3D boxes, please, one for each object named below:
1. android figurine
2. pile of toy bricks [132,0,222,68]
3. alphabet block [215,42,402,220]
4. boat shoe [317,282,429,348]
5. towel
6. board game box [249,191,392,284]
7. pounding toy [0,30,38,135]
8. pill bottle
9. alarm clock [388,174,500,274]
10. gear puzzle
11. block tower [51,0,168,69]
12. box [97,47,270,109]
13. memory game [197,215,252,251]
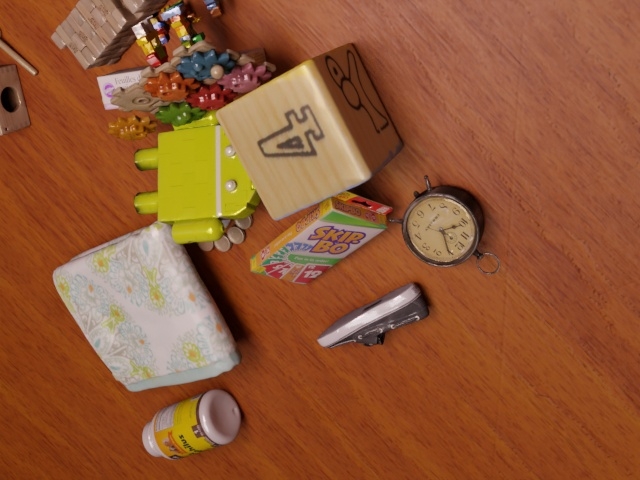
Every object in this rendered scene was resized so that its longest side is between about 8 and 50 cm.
[{"bbox_3d":[-0.208,-0.118,1.322,0.272,0.056,0.248,-3,82,19],"label":"android figurine"},{"bbox_3d":[-0.213,-0.334,1.202,0.118,0.212,0.105,-18,114,15],"label":"pile of toy bricks"},{"bbox_3d":[-0.012,-0.175,1.181,0.193,0.192,0.197,-23,100,28],"label":"alphabet block"},{"bbox_3d":[0.098,0.156,1.346,0.228,0.080,0.076,-31,95,24],"label":"boat shoe"},{"bbox_3d":[-0.361,0.147,1.506,0.374,0.090,0.321,-18,106,38],"label":"towel"},{"bbox_3d":[0.000,0.000,1.278,0.124,0.039,0.259,16,140,-35],"label":"board game box"},{"bbox_3d":[-0.658,-0.316,1.463,0.181,0.094,0.206,3,113,23],"label":"pounding toy"},{"bbox_3d":[-0.283,0.403,1.595,0.215,0.117,0.117,-25,100,31],"label":"pill bottle"},{"bbox_3d":[0.218,-0.012,1.220,0.192,0.064,0.129,42,122,6],"label":"alarm clock"},{"bbox_3d":[-0.242,-0.223,1.209,0.339,0.175,0.044,-19,75,38],"label":"gear puzzle"},{"bbox_3d":[-0.323,-0.427,1.267,0.335,0.091,0.097,-35,94,32],"label":"block tower"},{"bbox_3d":[-0.245,-0.285,1.310,0.323,0.067,0.063,-2,111,24],"label":"box"},{"bbox_3d":[-0.213,-0.064,1.422,0.186,0.012,0.186,9,114,21],"label":"memory game"}]
